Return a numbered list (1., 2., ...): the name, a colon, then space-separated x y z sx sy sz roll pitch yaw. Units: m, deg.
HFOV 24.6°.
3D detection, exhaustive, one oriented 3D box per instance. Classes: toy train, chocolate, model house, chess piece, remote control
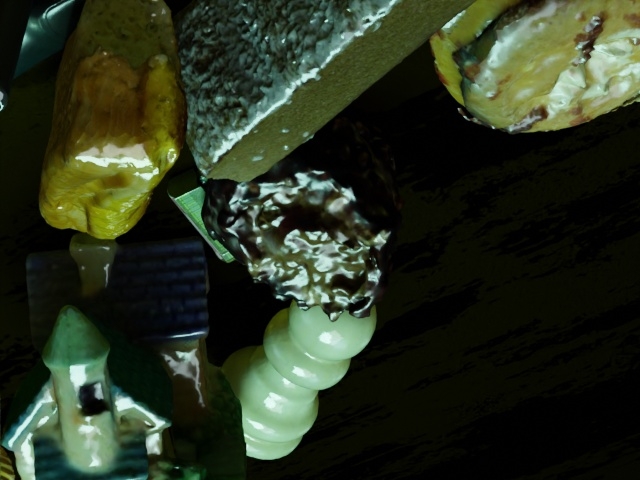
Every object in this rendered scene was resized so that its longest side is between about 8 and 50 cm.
1. toy train: -0.107 -0.030 1.594 0.071 0.038 0.148 -19 143 12
2. chocolate: 0.000 0.000 1.505 0.206 0.177 0.224 -7 138 -23
3. model house: -0.212 0.140 1.596 0.245 0.312 0.280 -5 107 -1
4. chess piece: -0.025 0.141 1.779 0.144 0.144 0.251 13 134 -29
5. remote control: -0.231 -0.205 1.315 0.222 0.042 0.072 -26 144 21

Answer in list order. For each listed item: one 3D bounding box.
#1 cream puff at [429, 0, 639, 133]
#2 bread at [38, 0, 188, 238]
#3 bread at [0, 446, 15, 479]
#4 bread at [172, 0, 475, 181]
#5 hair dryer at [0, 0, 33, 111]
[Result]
1. cream puff: 0.208 -0.202 1.323 0.240 0.164 0.240 -17 156 -8
2. bread: -0.173 -0.111 1.244 0.109 0.185 0.380 12 171 -11
3. bread: -0.484 0.335 1.887 0.199 0.199 0.104 -24 144 19
4. bread: 0.024 -0.223 1.238 0.113 0.165 0.416 10 142 -45
5. hair dryer: -0.258 -0.190 1.155 0.197 0.251 0.089 -22 133 21
